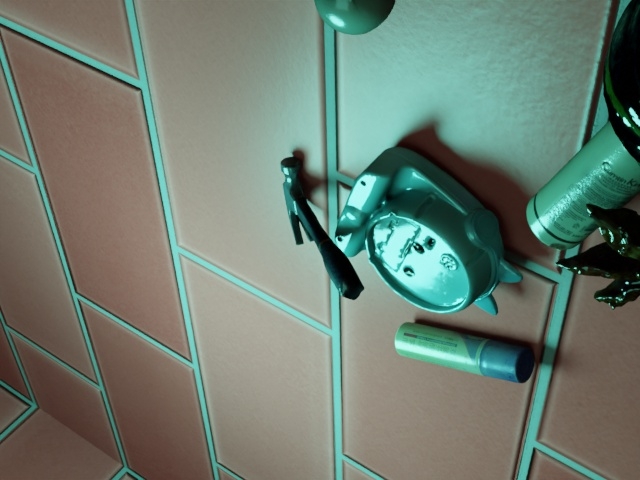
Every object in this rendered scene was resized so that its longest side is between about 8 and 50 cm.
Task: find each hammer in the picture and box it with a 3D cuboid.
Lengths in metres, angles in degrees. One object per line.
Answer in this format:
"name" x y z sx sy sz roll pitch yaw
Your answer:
"hammer" 0.000 0.000 1.542 0.290 0.037 0.137 -121 18 -49

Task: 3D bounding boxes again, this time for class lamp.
"lamp" 0.043 -0.308 1.245 0.105 0.105 0.105 28 143 24

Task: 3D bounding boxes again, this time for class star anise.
"star anise" 0.414 0.030 1.189 0.288 0.088 0.288 12 142 9

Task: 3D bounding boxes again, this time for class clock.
"clock" 0.158 0.007 1.464 0.274 0.094 0.223 38 147 13

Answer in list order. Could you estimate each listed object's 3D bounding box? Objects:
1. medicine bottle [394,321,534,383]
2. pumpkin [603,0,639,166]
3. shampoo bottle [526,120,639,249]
"medicine bottle" 0.226 0.177 1.605 0.231 0.059 0.059 8 132 41
"pumpkin" 0.405 -0.129 0.913 0.315 0.238 0.315 31 165 9
"shampoo bottle" 0.341 -0.084 1.185 0.085 0.085 0.262 42 145 5
